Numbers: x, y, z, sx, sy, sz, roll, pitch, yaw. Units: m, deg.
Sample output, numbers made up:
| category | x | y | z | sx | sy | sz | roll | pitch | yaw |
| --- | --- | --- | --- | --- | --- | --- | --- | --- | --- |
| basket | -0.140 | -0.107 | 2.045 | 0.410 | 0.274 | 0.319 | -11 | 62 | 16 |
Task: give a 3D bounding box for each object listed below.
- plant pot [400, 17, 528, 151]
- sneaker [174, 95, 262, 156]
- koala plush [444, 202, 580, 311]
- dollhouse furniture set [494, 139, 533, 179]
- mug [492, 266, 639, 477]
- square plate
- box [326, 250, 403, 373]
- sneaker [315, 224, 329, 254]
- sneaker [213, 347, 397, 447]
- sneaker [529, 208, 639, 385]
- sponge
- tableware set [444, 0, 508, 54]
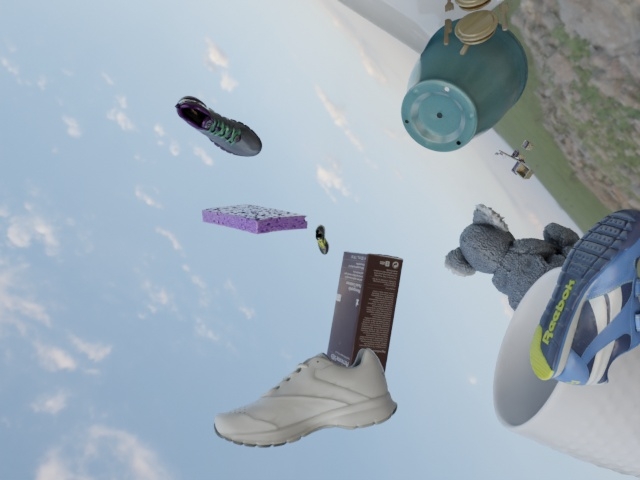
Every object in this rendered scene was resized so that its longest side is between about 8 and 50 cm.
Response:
| category | x | y | z | sx | sy | sz | roll | pitch | yaw |
| --- | --- | --- | --- | --- | --- | --- | --- | --- | --- |
| plant pot | 0.323 | -0.353 | 1.212 | 0.271 | 0.272 | 0.255 | 46 | -128 | -9 |
| sneaker | -0.241 | -0.257 | 1.191 | 0.224 | 0.083 | 0.098 | 27 | -165 | -16 |
| koala plush | 0.385 | 0.033 | 1.049 | 0.221 | 0.196 | 0.203 | 34 | -148 | 13 |
| dollhouse furniture set | 0.516 | -0.219 | 1.328 | 0.081 | 0.090 | 0.114 | 23 | -156 | -11 |
| mug | 0.479 | 0.257 | 0.833 | 0.328 | 0.374 | 0.276 | 21 | -132 | 4 |
| square plate | 0.273 | -0.641 | 1.253 | 0.348 | 0.344 | 0.049 | 20 | -120 | -30 |
| box | 0.140 | 0.231 | 1.659 | 0.143 | 0.380 | 0.191 | 9 | 177 | -23 |
| sneaker | 0.000 | 0.000 | 1.366 | 0.035 | 0.031 | 0.083 | -31 | -71 | -67 |
| sneaker | -0.028 | 0.258 | 0.834 | 0.111 | 0.298 | 0.129 | 128 | 131 | -75 |
| sneaker | 0.214 | 0.046 | 0.384 | 0.059 | 0.144 | 0.053 | 20 | -166 | -1 |
| sponge | -0.136 | -0.045 | 1.017 | 0.117 | 0.031 | 0.210 | -9 | -165 | -40 |
| tableware set | 0.333 | -0.483 | 1.079 | 0.039 | 0.128 | 0.194 | 52 | -140 | -51 |
